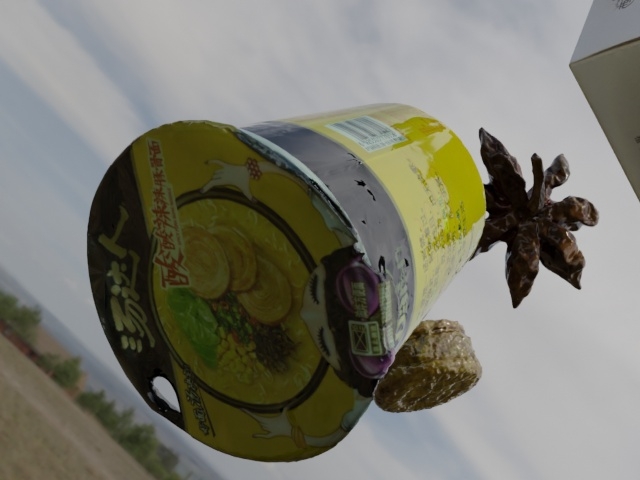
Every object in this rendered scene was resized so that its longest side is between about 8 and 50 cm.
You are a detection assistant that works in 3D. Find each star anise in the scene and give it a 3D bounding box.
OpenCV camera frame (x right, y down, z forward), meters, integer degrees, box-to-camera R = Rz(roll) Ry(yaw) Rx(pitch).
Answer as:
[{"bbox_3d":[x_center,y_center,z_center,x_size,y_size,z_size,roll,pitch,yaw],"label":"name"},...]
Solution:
[{"bbox_3d":[0.248,-0.023,1.113,0.212,0.196,0.111,34,6,-13],"label":"star anise"}]

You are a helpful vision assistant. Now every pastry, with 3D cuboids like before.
[{"bbox_3d":[0.160,0.205,1.482,0.189,0.188,0.103,73,0,-62],"label":"pastry"}]

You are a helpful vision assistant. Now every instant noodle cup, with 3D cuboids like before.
[{"bbox_3d":[0.000,0.000,0.612,0.215,0.236,0.216,13,-64,29],"label":"instant noodle cup"}]

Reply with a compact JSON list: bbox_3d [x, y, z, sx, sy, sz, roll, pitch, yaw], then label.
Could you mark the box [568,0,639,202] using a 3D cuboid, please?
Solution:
[{"bbox_3d":[0.376,-0.143,0.937,0.116,0.203,0.274,-13,-54,38],"label":"box"}]
